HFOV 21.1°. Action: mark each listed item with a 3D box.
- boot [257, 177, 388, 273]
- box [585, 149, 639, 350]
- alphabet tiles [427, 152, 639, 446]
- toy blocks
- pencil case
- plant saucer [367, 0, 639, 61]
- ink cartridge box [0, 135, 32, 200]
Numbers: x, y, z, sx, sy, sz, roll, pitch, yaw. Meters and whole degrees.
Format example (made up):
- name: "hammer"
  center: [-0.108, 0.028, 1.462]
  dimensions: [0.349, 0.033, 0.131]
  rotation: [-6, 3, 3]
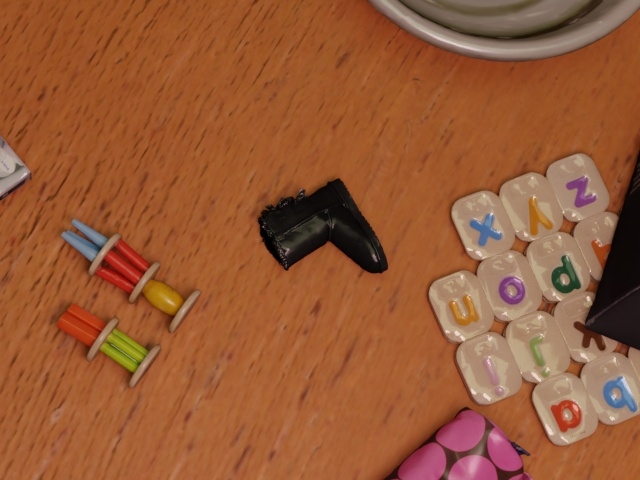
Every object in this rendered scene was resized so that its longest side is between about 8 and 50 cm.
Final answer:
- name: "boot"
  center: [0.000, 0.000, 1.761]
  dimensions: [0.099, 0.045, 0.121]
  rotation: [-27, 73, -16]
- name: "box"
  center: [0.466, -0.006, 1.740]
  dimensions: [0.296, 0.183, 0.294]
  rotation: [22, 71, -5]
- name: "alphabet tiles"
  center: [0.260, 0.059, 1.793]
  dimensions: [0.284, 0.021, 0.278]
  rotation: [-22, 79, -13]
- name: "toy blocks"
  center: [-0.213, 0.058, 1.712]
  dimensions: [0.148, 0.054, 0.123]
  rotation: [35, 73, 2]
- name: "pencil case"
  center: [0.106, 0.261, 1.687]
  dimensions: [0.209, 0.095, 0.098]
  rotation: [-39, 99, -13]
- name: "plant saucer"
  center: [0.183, -0.369, 1.854]
  dimensions: [0.400, 0.100, 0.401]
  rotation: [2, 75, -8]
- name: "ink cartridge box"
  center: [-0.434, -0.081, 1.724]
  dimensions: [0.208, 0.045, 0.206]
  rotation: [-39, 84, -14]
